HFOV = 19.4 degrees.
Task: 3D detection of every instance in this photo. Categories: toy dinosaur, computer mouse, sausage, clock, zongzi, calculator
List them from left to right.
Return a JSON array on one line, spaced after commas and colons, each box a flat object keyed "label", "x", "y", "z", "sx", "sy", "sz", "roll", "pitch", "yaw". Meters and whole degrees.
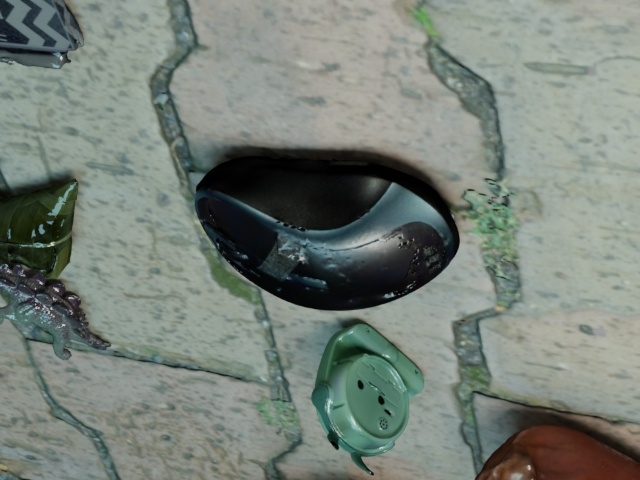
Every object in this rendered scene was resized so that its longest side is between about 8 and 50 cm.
[{"label": "calculator", "x": -0.335, "y": -0.216, "z": 1.538, "sx": 0.274, "sy": 0.028, "sz": 0.165, "roll": 9, "pitch": 144, "yaw": 19}, {"label": "zongzi", "x": -0.278, "y": -0.030, "z": 1.720, "sx": 0.109, "sy": 0.055, "sz": 0.119, "roll": 20, "pitch": 131, "yaw": 6}, {"label": "toy dinosaur", "x": -0.289, "y": 0.059, "z": 1.837, "sx": 0.209, "sy": 0.039, "sz": 0.082, "roll": 28, "pitch": 140, "yaw": -26}, {"label": "computer mouse", "x": 0.000, "y": 0.000, "z": 1.580, "sx": 0.233, "sy": 0.096, "sz": 0.137, "roll": 4, "pitch": 140, "yaw": 20}, {"label": "clock", "x": 0.040, "y": 0.152, "z": 1.715, "sx": 0.101, "sy": 0.135, "sz": 0.041, "roll": 40, "pitch": 139, "yaw": -25}, {"label": "sausage", "x": 0.258, "y": 0.263, "z": 1.743, "sx": 0.254, "sy": 0.148, "sz": 0.148, "roll": 35, "pitch": 141, "yaw": -10}]
